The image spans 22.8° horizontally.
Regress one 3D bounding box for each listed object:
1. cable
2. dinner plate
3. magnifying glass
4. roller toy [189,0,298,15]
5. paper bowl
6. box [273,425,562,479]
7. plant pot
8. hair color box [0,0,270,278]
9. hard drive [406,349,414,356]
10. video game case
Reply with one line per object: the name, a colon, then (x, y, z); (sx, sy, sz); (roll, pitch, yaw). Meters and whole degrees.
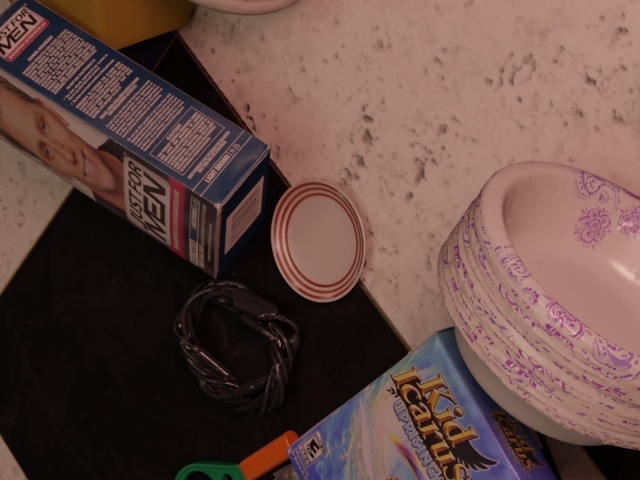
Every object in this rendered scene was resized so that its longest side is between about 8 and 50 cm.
cable: (-0.102, 0.127, 1.899); (0.184, 0.047, 0.150); (21, 115, 33)
dinner plate: (0.000, 0.000, 1.804); (0.141, 0.017, 0.141); (7, 101, 39)
magnifying glass: (-0.103, 0.290, 1.937); (0.231, 0.026, 0.092); (-37, 73, 39)
roller toy: (-0.090, -0.340, 1.699); (0.209, 0.191, 0.146); (29, 134, 11)
paper bowl: (0.236, 0.071, 1.445); (0.284, 0.284, 0.148); (49, 128, 23)
box: (0.146, 0.371, 1.692); (0.318, 0.097, 0.395); (-31, 76, 41)
plant pot: (-0.258, -0.334, 1.855); (0.212, 0.212, 0.187); (17, 121, 37)
hair color box: (-0.228, -0.117, 1.810); (0.347, 0.105, 0.174); (33, 153, 13)
hard drive: (0.091, 0.291, 1.639); (0.203, 0.040, 0.307); (47, 122, 27)
video game case: (0.113, 0.259, 1.552); (0.244, 0.061, 0.269); (-41, 69, 34)
